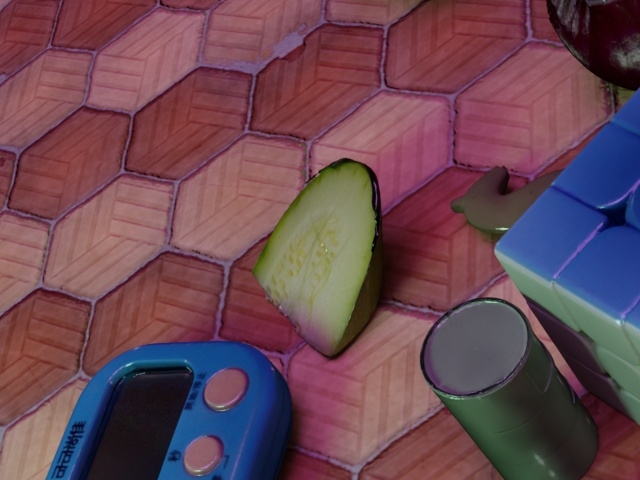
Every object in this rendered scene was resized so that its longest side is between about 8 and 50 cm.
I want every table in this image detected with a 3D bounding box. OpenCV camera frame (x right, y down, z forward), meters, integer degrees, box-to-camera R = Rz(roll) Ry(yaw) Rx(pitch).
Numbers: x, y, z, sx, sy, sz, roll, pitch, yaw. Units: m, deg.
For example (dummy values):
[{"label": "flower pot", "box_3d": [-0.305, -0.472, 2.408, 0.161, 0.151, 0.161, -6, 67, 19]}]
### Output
[{"label": "table", "box_3d": [0.208, 0.172, 1.614, 0.126, 0.220, 0.126, -18, 46, 20]}]

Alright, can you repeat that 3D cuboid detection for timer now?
[{"label": "timer", "box_3d": [-0.194, 0.285, 1.860, 0.309, 0.115, 0.340, -4, 52, 30]}]

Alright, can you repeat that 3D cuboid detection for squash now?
[{"label": "squash", "box_3d": [0.000, 0.000, 1.958, 0.204, 0.155, 0.237, -39, 44, -5]}]

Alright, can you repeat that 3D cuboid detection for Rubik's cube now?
[{"label": "Rubik's cube", "box_3d": [0.413, 0.040, 1.543, 0.291, 0.291, 0.290, -46, 43, -11]}]

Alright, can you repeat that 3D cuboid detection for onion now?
[{"label": "onion", "box_3d": [0.433, -0.314, 1.855, 0.337, 0.282, 0.260, 7, 88, 36]}]

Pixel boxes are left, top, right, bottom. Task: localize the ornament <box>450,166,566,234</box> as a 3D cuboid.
[{"label": "ornament", "box_3d": [0.288, -0.030, 1.857, 0.245, 0.061, 0.230, -20, 43, 13]}]
